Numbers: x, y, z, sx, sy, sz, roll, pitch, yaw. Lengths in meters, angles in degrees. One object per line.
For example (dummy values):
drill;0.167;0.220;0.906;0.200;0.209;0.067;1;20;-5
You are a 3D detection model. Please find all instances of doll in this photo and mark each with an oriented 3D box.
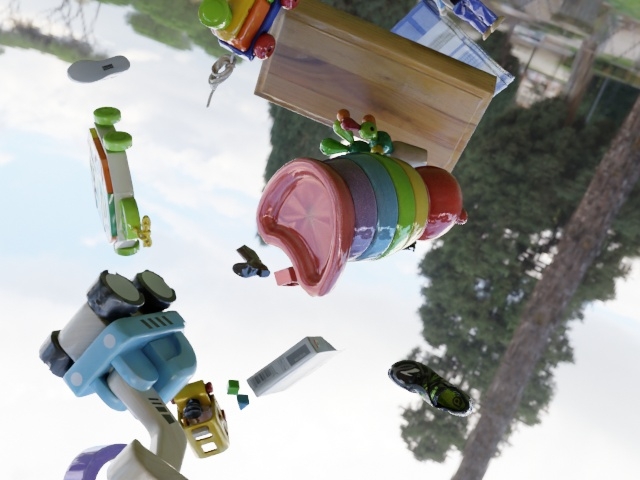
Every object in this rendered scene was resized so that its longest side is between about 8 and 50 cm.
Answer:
doll;0.266;-0.471;1.505;0.189;0.046;0.129;41;165;-4

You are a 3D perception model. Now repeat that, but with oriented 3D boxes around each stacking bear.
stacking bear;0.085;-0.045;1.094;0.289;0.164;0.175;-8;-135;-40

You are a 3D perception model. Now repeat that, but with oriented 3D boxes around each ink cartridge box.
ink cartridge box;-0.040;0.229;1.437;0.045;0.145;0.179;56;-168;13

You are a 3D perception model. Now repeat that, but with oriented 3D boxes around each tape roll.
tape roll;-0.468;0.547;1.710;0.080;0.189;0.189;-17;168;38

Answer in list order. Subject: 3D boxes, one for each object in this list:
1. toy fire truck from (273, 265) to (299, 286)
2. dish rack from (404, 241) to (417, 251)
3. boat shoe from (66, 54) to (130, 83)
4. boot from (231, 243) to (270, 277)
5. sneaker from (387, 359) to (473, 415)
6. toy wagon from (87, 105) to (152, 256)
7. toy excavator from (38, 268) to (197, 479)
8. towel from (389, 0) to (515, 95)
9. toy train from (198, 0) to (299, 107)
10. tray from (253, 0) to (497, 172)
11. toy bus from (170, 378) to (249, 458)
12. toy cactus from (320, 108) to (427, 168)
toy fire truck;0.000;0.000;1.322;0.192;0.135;0.047;-10;173;-37
dish rack;0.088;-0.049;1.455;0.208;0.074;0.271;2;-160;6
boat shoe;-0.451;-0.341;1.564;0.142;0.049;0.040;-24;-177;-41
boot;-0.181;0.044;1.818;0.106;0.037;0.114;16;-156;-39
sneaker;0.227;0.299;1.580;0.188;0.067;0.078;28;174;10
toy wagon;-0.409;-0.099;1.561;0.068;0.267;0.344;-10;-144;-20
toy excavator;-0.348;0.287;1.518;0.445;0.222;0.433;45;-168;13
towel;0.277;-0.404;1.780;0.285;0.209;0.034;38;-136;-15
toy train;-0.138;-0.318;1.158;0.105;0.248;0.143;32;-172;15
tray;0.095;-0.288;1.445;0.411;0.203;0.076;23;-137;0
toy bus;-0.272;0.400;1.739;0.202;0.191;0.104;21;-152;-26
toy cactus;0.089;-0.141;1.298;0.181;0.112;0.219;6;155;-7
